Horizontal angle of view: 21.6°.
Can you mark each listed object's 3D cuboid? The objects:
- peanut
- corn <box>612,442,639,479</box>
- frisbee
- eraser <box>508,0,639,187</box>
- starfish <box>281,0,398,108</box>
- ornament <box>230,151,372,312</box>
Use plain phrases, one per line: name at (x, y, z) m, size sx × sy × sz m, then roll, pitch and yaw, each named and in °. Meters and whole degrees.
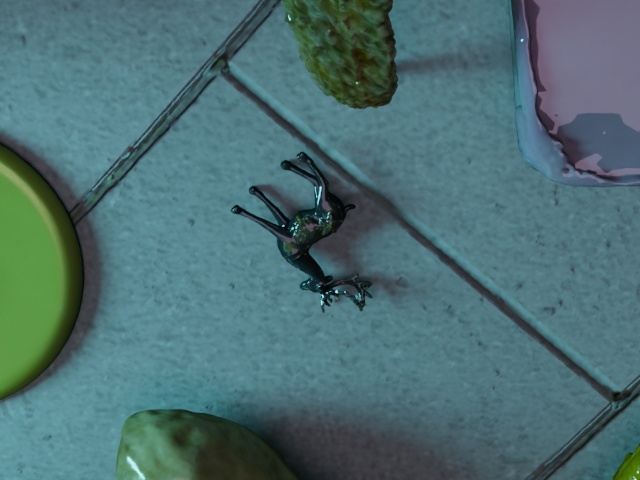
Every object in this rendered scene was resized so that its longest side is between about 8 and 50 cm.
peanut at (-0.046, 0.227, 1.258) m, size 0.274 × 0.125 × 0.111 m, roll 40°, pitch 119°, yaw -12°
corn at (0.238, 0.252, 1.258) m, size 0.120 × 0.120 × 0.363 m, roll 30°, pitch 108°, yaw -9°
frisbee at (-0.293, 0.024, 1.248) m, size 0.236 × 0.017 × 0.236 m, roll 1°, pitch 111°, yaw 2°
eraser at (0.249, -0.220, 1.075) m, size 0.272 × 0.122 × 0.359 m, roll -3°, pitch 110°, yaw 3°
starfish at (-0.011, -0.252, 1.034) m, size 0.384 × 0.132 × 0.398 m, roll 24°, pitch 132°, yaw 28°
ornament at (0.000, 0.000, 1.220) m, size 0.073 × 0.028 × 0.125 m, roll -36°, pitch 104°, yaw 15°
